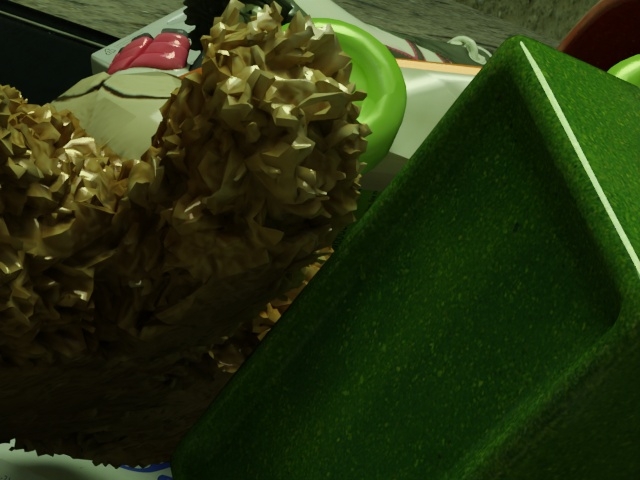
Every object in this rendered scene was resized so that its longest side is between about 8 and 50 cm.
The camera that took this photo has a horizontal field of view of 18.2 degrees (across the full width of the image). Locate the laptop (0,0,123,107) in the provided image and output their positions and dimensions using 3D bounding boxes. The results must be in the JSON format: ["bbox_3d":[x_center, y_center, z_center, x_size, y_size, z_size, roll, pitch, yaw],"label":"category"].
[{"bbox_3d":[-0.165,-0.015,1.366,0.382,0.236,0.408,21,-14,23],"label":"laptop"}]

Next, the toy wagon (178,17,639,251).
[{"bbox_3d":[0.000,0.000,0.774,0.344,0.068,0.267,6,-25,-8],"label":"toy wagon"}]

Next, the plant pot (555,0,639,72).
[{"bbox_3d":[0.267,0.012,1.242,0.265,0.272,0.272,19,11,-17],"label":"plant pot"}]

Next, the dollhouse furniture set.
[{"bbox_3d":[0.111,0.131,0.437,0.197,0.151,0.301,22,32,-34],"label":"dollhouse furniture set"}]

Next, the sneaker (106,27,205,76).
[{"bbox_3d":[-0.016,0.019,1.107,0.299,0.112,0.121,36,-37,-14],"label":"sneaker"}]

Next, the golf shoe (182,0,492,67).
[{"bbox_3d":[0.036,-0.078,1.148,0.273,0.120,0.105,43,-36,-23],"label":"golf shoe"}]

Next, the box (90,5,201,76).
[{"bbox_3d":[-0.030,-0.096,1.262,0.186,0.038,0.145,31,47,32],"label":"box"}]

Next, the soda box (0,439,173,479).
[{"bbox_3d":[-0.048,0.132,0.704,0.286,0.091,0.098,21,12,24],"label":"soda box"}]

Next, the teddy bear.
[{"bbox_3d":[-0.111,-0.004,0.524,0.338,0.113,0.245,-3,-21,-41],"label":"teddy bear"}]
